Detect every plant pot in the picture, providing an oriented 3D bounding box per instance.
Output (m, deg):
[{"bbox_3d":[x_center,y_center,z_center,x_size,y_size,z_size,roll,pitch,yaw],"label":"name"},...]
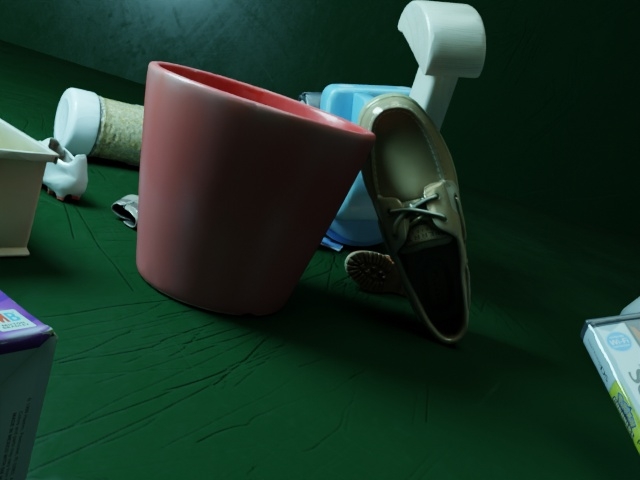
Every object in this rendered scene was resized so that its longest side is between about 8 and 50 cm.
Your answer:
[{"bbox_3d":[-0.099,-0.058,0.796,0.274,0.243,0.275,17,13,-4],"label":"plant pot"}]

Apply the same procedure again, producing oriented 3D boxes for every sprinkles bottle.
[{"bbox_3d":[-0.331,-0.201,1.297,0.355,0.121,0.121,8,18,-38],"label":"sprinkles bottle"}]

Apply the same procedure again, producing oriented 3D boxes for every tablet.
[{"bbox_3d":[0.000,0.000,1.189,0.083,0.006,0.054,20,14,6],"label":"tablet"}]

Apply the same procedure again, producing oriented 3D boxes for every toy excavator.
[{"bbox_3d":[0.113,-0.163,1.066,0.222,0.434,0.445,-1,22,-16],"label":"toy excavator"}]

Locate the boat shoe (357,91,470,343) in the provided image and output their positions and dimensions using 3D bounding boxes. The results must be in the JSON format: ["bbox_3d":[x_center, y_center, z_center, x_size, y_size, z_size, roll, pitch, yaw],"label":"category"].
[{"bbox_3d":[0.138,-0.026,0.864,0.121,0.341,0.110,-19,19,8],"label":"boat shoe"}]

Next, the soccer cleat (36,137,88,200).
[{"bbox_3d":[-0.423,-0.124,0.978,0.196,0.076,0.068,23,15,19],"label":"soccer cleat"}]

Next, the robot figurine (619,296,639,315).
[{"bbox_3d":[0.562,0.167,0.855,0.300,0.199,0.353,52,-2,-22],"label":"robot figurine"}]

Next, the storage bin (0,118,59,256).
[{"bbox_3d":[-0.471,-0.087,0.684,0.262,0.123,0.260,29,17,34],"label":"storage bin"}]

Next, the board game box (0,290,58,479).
[{"bbox_3d":[-0.286,0.056,0.332,0.275,0.145,0.142,26,16,30],"label":"board game box"}]

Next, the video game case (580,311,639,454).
[{"bbox_3d":[0.436,0.163,0.638,0.274,0.035,0.248,-8,44,-2],"label":"video game case"}]

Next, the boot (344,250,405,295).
[{"bbox_3d":[0.089,0.046,1.039,0.157,0.059,0.084,19,8,-35],"label":"boot"}]

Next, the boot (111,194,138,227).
[{"bbox_3d":[-0.241,-0.034,0.957,0.118,0.042,0.087,23,21,22],"label":"boot"}]
